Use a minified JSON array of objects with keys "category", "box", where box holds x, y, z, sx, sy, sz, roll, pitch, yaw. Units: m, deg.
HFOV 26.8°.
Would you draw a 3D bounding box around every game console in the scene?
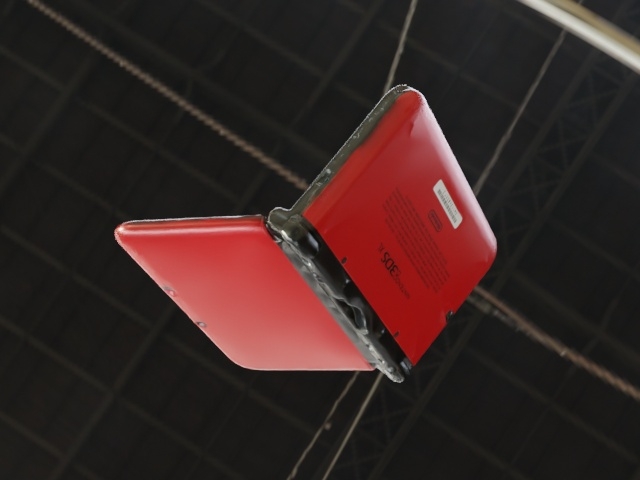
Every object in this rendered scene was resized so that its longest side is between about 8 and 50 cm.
[{"category":"game console","box":[0.000,0.000,0.614,0.085,0.144,0.124,31,-104,35]}]
